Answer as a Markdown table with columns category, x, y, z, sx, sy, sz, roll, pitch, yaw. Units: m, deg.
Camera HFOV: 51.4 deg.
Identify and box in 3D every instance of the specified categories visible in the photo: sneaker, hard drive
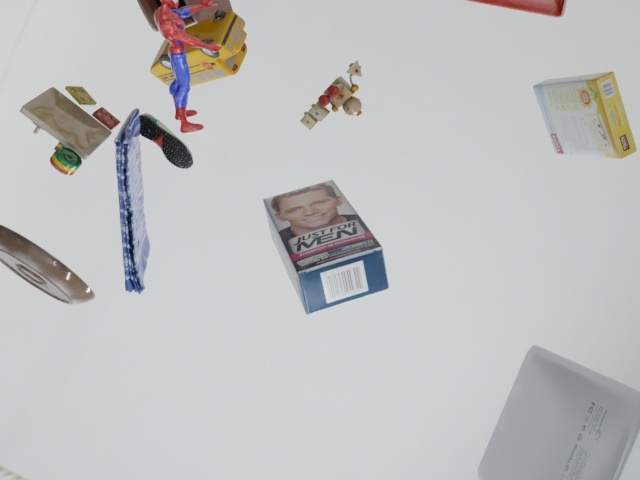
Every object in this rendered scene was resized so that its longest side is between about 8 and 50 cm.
| category | x | y | z | sx | sy | sz | roll | pitch | yaw |
| --- | --- | --- | --- | --- | --- | --- | --- | --- | --- |
| sneaker | -0.349 | -0.232 | 1.511 | 0.057 | 0.161 | 0.075 | -44 | -162 | 17 |
| hard drive | 0.289 | 0.253 | 0.799 | 0.319 | 0.040 | 0.210 | -169 | -78 | -87 |

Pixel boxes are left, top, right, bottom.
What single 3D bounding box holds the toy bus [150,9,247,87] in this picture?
| category | x | y | z | sx | sy | sz | roll | pitch | yaw |
| --- | --- | --- | --- | --- | --- | --- | --- | --- | --- |
| toy bus | -0.305 | -0.478 | 1.699 | 0.333 | 0.130 | 0.108 | 0 | -117 | 44 |

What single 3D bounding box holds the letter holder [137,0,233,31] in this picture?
| category | x | y | z | sx | sy | sz | roll | pitch | yaw |
| --- | --- | --- | --- | --- | --- | --- | --- | --- | --- |
| letter holder | -0.408 | -0.741 | 1.833 | 0.215 | 0.301 | 0.152 | -33 | -141 | -22 |

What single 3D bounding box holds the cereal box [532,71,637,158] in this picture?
| category | x | y | z | sx | sy | sz | roll | pitch | yaw |
| --- | --- | --- | --- | --- | --- | --- | --- | --- | --- |
| cereal box | 0.558 | -0.265 | 1.419 | 0.047 | 0.172 | 0.240 | -26 | -165 | -6 |

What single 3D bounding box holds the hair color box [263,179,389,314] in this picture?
| category | x | y | z | sx | sy | sz | roll | pitch | yaw |
| --- | --- | --- | --- | --- | --- | --- | --- | --- | --- |
| hair color box | 0.000 | 0.000 | 1.394 | 0.347 | 0.174 | 0.105 | -121 | -163 | -59 |

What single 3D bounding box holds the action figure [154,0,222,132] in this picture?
| category | x | y | z | sx | sy | sz | roll | pitch | yaw |
| --- | --- | --- | --- | --- | --- | --- | --- | --- | --- |
| action figure | -0.238 | -0.356 | 1.278 | 0.280 | 0.139 | 0.091 | 85 | -20 | -45 |

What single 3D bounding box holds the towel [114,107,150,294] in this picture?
| category | x | y | z | sx | sy | sz | roll | pitch | yaw |
| --- | --- | --- | --- | --- | --- | --- | --- | --- | --- |
| towel | -0.385 | -0.084 | 1.390 | 0.243 | 0.040 | 0.335 | -108 | -161 | -64 |

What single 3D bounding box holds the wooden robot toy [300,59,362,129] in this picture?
| category | x | y | z | sx | sy | sz | roll | pitch | yaw |
| --- | --- | --- | --- | --- | --- | --- | --- | --- | --- |
| wooden robot toy | 0.038 | -0.250 | 1.222 | 0.173 | 0.079 | 0.076 | -41 | -170 | 34 |

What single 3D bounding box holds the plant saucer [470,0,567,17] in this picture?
| category | x | y | z | sx | sy | sz | roll | pitch | yaw |
| --- | --- | --- | --- | --- | --- | --- | --- | --- | --- |
| plant saucer | 0.300 | -0.487 | 1.120 | 0.259 | 0.259 | 0.047 | 43 | 65 | -72 |

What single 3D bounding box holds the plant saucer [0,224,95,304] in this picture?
| category | x | y | z | sx | sy | sz | roll | pitch | yaw |
| --- | --- | --- | --- | --- | --- | --- | --- | --- | --- |
| plant saucer | -0.697 | 0.070 | 1.630 | 0.050 | 0.311 | 0.310 | -59 | -174 | -23 |

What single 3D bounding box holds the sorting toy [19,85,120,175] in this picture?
| category | x | y | z | sx | sy | sz | roll | pitch | yaw |
| --- | --- | --- | --- | --- | --- | --- | --- | --- | --- |
| sorting toy | -0.459 | -0.204 | 1.197 | 0.046 | 0.132 | 0.274 | -44 | -162 | 21 |
